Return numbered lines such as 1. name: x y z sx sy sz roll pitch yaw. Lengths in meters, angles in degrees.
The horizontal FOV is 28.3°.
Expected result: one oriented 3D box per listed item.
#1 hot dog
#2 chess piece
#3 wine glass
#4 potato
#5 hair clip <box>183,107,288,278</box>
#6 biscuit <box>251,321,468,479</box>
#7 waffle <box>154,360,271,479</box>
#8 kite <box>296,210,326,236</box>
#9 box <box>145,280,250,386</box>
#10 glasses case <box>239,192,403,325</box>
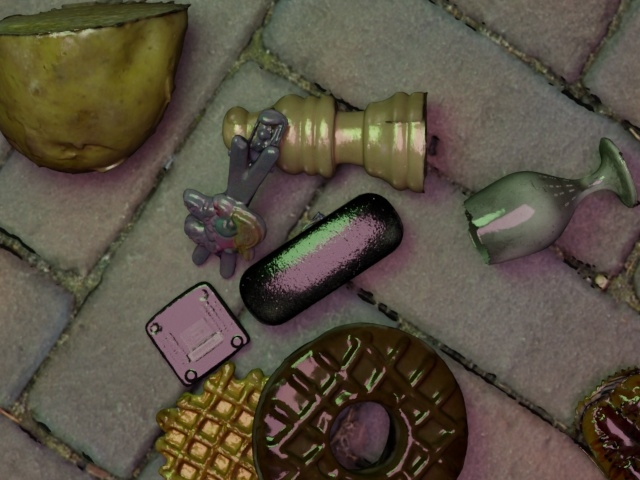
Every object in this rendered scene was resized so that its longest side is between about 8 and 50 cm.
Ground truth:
1. hot dog: 0.492 0.315 1.867 0.162 0.082 0.270 -38 86 0
2. chess piece: 0.006 -0.150 1.893 0.307 0.124 0.138 2 126 7
3. wine glass: 0.334 -0.055 1.862 0.241 0.126 0.126 -23 88 -1
4. potato: -0.335 -0.215 1.856 0.289 0.301 0.237 8 112 35
5. hair clip: -0.130 -0.062 1.854 0.137 0.090 0.278 24 115 -1
6. biscuit: 0.060 0.281 1.844 0.332 0.103 0.332 0 92 -13
7. waffle: -0.136 0.289 1.907 0.219 0.057 0.229 28 88 2
8. kite: 0.000 0.000 1.935 0.122 0.004 0.090 -10 88 3
9. box: -0.189 0.141 1.929 0.126 0.027 0.125 -37 87 1
10. glasses case: 0.001 0.028 1.898 0.267 0.067 0.103 -33 91 2
